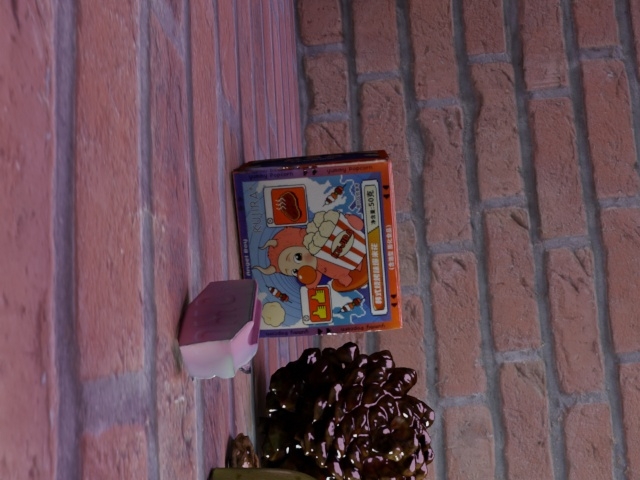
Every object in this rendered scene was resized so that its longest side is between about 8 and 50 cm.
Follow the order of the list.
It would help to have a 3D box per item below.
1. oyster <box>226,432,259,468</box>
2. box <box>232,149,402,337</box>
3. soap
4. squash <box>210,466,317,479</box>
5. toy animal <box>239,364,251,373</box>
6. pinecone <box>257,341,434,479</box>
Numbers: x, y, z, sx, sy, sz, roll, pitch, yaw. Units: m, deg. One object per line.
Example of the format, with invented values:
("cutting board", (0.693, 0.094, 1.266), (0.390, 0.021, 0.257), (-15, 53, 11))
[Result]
("oyster", (-0.111, 0.494, 1.340), (0.128, 0.079, 0.345), (-143, -135, -83))
("box", (0.000, 0.000, 1.644), (0.257, 0.319, 0.348), (-69, 156, -79))
("soap", (-0.134, 0.117, 1.050), (0.149, 0.100, 0.056), (-87, 170, -58))
("squash", (-0.069, 0.397, 1.167), (0.123, 0.187, 0.123), (-178, -90, -90))
("toy animal", (-0.150, 0.190, 1.292), (0.084, 0.050, 0.028), (51, -40, 11))
("pinecone", (0.035, 0.406, 1.694), (0.398, 0.398, 0.397), (-4, 90, -87))
